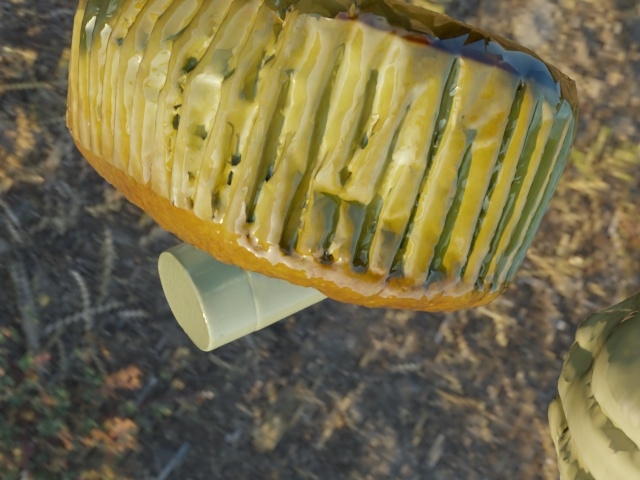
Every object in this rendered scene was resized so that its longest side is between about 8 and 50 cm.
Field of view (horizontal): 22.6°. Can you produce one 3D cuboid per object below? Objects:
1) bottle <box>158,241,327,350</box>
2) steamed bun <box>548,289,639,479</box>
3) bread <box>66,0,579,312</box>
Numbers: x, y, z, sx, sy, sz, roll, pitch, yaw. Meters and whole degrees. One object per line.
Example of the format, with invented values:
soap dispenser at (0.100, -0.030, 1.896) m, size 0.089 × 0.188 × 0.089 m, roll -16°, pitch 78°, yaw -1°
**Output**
bottle at (0.000, 0.000, 1.030) m, size 0.201 × 0.072 × 0.072 m, roll -24°, pitch 118°, yaw -21°
steamed bun at (0.192, 0.120, 0.449) m, size 0.289 × 0.276 × 0.203 m, roll 101°, pitch 5°, yaw -47°
bread at (-0.008, -0.064, 0.797) m, size 0.227 × 0.253 × 0.142 m, roll 5°, pitch 105°, yaw -41°
